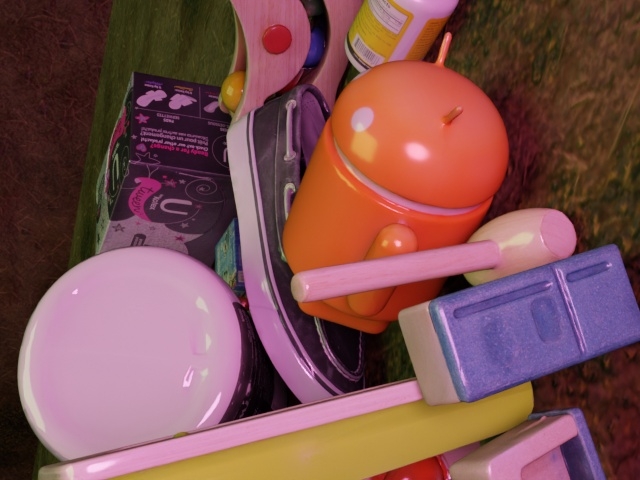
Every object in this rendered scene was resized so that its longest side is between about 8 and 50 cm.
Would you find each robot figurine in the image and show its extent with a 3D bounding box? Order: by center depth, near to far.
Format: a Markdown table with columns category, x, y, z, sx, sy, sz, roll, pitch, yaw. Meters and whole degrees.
| category | x | y | z | sx | sy | sz | roll | pitch | yaw |
| --- | --- | --- | --- | --- | --- | --- | --- | --- | --- |
| robot figurine | 0.050 | -0.033 | 0.698 | 0.128 | 0.158 | 0.219 | 44 | 134 | 21 |

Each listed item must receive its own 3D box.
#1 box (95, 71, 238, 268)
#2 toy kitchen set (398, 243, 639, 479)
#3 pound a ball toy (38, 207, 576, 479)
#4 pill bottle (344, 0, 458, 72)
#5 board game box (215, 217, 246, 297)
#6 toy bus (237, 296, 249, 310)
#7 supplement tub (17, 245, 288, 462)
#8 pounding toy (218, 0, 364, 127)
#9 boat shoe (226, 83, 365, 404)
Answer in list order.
| category | x | y | z | sx | sy | sz | roll | pitch | yaw |
| --- | --- | --- | --- | --- | --- | --- | --- | --- | --- |
| box | -0.193 | -0.075 | 1.291 | 0.247 | 0.163 | 0.142 | 124 | 147 | -52 |
| toy kitchen set | 0.152 | 0.104 | 0.461 | 0.166 | 0.122 | 0.207 | -29 | 78 | 65 |
| pound a ball toy | 0.007 | 0.112 | 0.571 | 0.135 | 0.319 | 0.208 | -33 | 69 | 64 |
| pill bottle | 0.068 | -0.181 | 0.777 | 0.116 | 0.065 | 0.065 | 124 | 146 | -50 |
| board game box | -0.111 | 0.032 | 1.249 | 0.090 | 0.020 | 0.090 | 129 | 141 | -57 |
| toy bus | -0.150 | 0.158 | 1.191 | 0.104 | 0.202 | 0.191 | 61 | 144 | 5 |
| supplement tub | -0.134 | 0.137 | 0.925 | 0.316 | 0.193 | 0.194 | 75 | -168 | -71 |
| pounding toy | -0.034 | -0.206 | 0.926 | 0.155 | 0.154 | 0.270 | -113 | 34 | -52 |
| boat shoe | 0.000 | 0.000 | 0.868 | 0.102 | 0.108 | 0.301 | -29 | 58 | 29 |
